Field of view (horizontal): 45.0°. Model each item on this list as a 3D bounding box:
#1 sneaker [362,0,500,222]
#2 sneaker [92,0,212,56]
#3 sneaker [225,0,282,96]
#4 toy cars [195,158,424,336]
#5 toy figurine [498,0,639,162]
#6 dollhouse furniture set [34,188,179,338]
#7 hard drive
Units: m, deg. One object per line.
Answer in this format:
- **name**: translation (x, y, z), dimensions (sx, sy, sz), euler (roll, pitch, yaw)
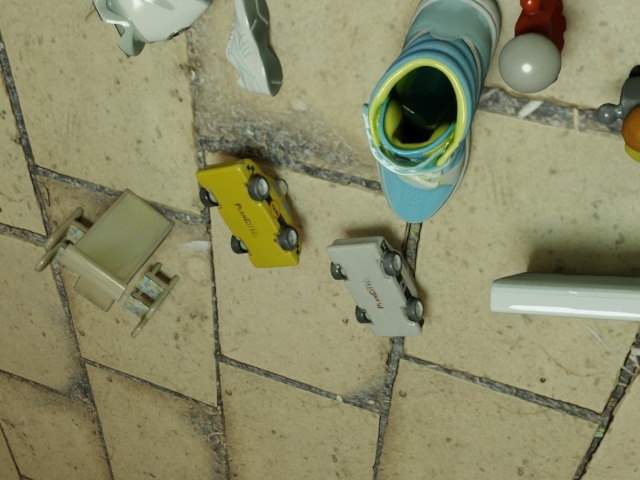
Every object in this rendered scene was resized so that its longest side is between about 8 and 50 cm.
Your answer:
- **sneaker**: translation (0.104, -0.105, 0.874), dimensions (0.127, 0.208, 0.319), euler (16, 134, 12)
- **sneaker**: translation (-0.232, -0.392, 0.883), dimensions (0.146, 0.122, 0.331), euler (-19, 118, 17)
- **sneaker**: translation (-0.094, -0.248, 0.963), dimensions (0.061, 0.054, 0.152), euler (9, 132, 24)
- **toy cars**: translation (0.000, 0.000, 1.113), dimensions (0.393, 0.087, 0.176), euler (30, 140, -4)
- **toy figurine**: translation (0.298, -0.203, 0.731), dimensions (0.209, 0.148, 0.213), euler (33, 135, -2)
- **dollhouse furniture set**: translation (-0.362, 0.056, 1.288), dimensions (0.212, 0.161, 0.242), euler (36, 135, -6)
- **hard drive**: translation (0.375, 0.067, 0.903), dimensions (0.307, 0.203, 0.040), euler (2, 92, 26)
